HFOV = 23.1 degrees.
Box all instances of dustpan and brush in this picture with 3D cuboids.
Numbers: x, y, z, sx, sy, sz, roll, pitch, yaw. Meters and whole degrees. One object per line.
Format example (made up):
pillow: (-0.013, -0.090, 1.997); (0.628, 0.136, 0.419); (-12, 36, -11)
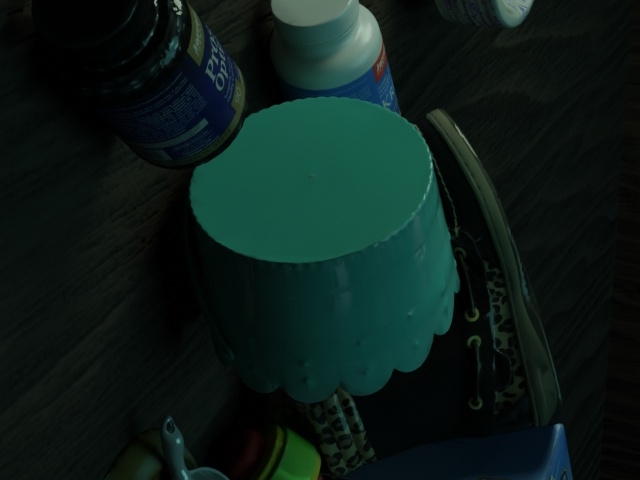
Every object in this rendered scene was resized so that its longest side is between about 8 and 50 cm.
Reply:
dustpan and brush: (-0.127, 0.261, 1.550); (0.147, 0.060, 0.211); (-41, 142, -40)

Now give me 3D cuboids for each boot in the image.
boot: (0.089, 0.068, 1.753); (0.138, 0.284, 0.377); (-90, 160, -84)

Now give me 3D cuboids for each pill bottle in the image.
pill bottle: (0.014, -0.186, 1.713); (0.221, 0.124, 0.124); (71, 34, -51)
pill bottle: (-0.150, -0.152, 1.304); (0.219, 0.122, 0.123); (49, 53, -64)

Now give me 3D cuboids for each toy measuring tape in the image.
toy measuring tape: (-0.071, 0.306, 1.680); (0.121, 0.121, 0.330); (76, 25, -45)

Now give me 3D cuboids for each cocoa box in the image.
cocoa box: (0.111, 0.337, 1.861); (0.231, 0.347, 0.228); (72, 33, -50)

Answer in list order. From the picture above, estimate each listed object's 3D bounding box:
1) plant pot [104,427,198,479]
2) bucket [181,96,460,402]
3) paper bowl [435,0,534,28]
plant pot: (-0.170, 0.307, 1.564); (0.236, 0.032, 0.236); (8, 90, -69)
bucket: (0.000, 0.000, 1.560); (0.183, 0.281, 0.281); (80, 28, -44)
paper bowl: (0.204, -0.429, 2.076); (0.284, 0.148, 0.284); (10, 90, -69)
